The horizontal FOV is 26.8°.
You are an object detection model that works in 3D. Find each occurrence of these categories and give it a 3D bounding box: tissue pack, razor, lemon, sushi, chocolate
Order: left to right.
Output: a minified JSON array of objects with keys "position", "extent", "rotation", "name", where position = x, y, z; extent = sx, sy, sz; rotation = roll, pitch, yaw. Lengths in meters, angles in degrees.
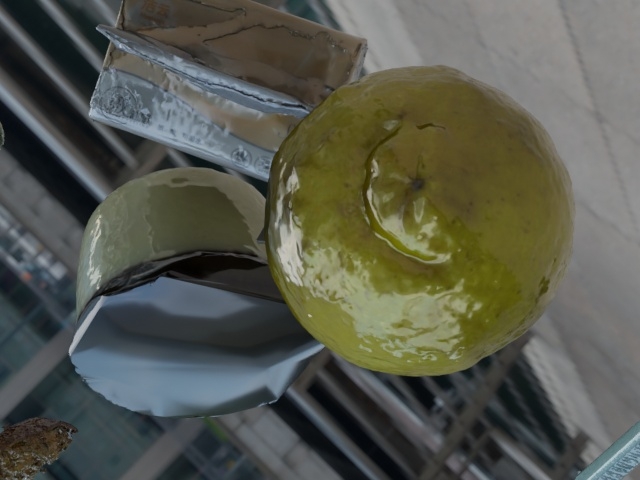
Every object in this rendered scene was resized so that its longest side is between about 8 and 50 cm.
[{"position":[-0.316,0.228,1.445],"extent":[0.060,0.118,0.061],"rotation":[20,142,40],"name":"sushi"},{"position":[-0.177,0.043,1.794],"extent":[0.314,0.326,0.297],"rotation":[9,-126,-25],"name":"chocolate"},{"position":[-0.118,-0.196,1.645],"extent":[0.306,0.238,0.238],"rotation":[21,171,3],"name":"tissue pack"},{"position":[0.085,-0.011,1.160],"extent":[0.285,0.285,0.316],"rotation":[40,-172,34],"name":"lemon"},{"position":[0.316,0.194,1.322],"extent":[0.111,0.056,0.278],"rotation":[19,140,-3],"name":"razor"}]

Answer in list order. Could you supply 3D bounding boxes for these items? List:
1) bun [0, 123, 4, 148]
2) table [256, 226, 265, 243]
[{"position":[-0.481,-0.139,1.571],"extent":[0.239,0.239,0.141],"rotation":[44,-159,6],"name":"bun"},{"position":[0.000,0.000,1.391],"extent":[0.083,0.070,0.082],"rotation":[4,145,43],"name":"table"}]
